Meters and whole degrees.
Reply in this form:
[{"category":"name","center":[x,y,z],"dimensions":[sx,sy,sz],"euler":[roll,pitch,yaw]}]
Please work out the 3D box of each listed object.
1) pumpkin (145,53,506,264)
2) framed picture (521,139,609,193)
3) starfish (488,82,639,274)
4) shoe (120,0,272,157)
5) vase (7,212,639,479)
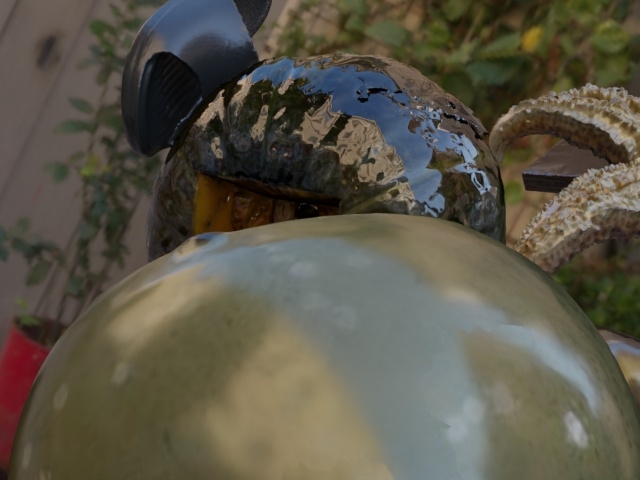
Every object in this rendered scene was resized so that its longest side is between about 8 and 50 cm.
[{"category":"pumpkin","center":[0.000,0.000,1.014],"dimensions":[0.320,0.320,0.192],"euler":[30,23,26]},{"category":"framed picture","center":[0.299,-0.092,1.239],"dimensions":[0.128,0.023,0.168],"euler":[7,34,44]},{"category":"starfish","center":[0.191,-0.017,0.636],"dimensions":[0.238,0.071,0.216],"euler":[33,46,30]},{"category":"shoe","center":[-0.083,-0.168,1.094],"dimensions":[0.093,0.241,0.108],"euler":[17,-40,20]},{"category":"vase","center":[0.057,0.151,0.462],"dimensions":[0.329,0.302,0.241],"euler":[-7,-21,-12]}]
